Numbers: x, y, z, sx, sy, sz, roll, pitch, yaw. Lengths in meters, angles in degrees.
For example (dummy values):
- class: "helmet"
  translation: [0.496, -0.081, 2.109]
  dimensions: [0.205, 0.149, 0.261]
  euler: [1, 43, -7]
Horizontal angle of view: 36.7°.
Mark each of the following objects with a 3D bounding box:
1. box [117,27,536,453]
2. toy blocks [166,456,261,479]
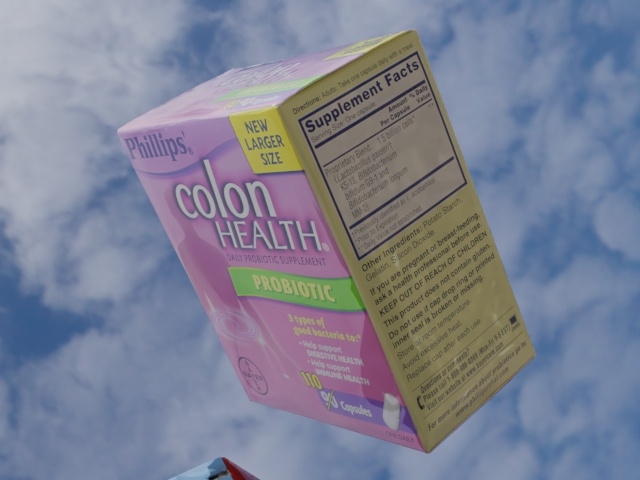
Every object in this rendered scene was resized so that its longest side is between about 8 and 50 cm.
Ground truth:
- class: "box"
  translation: [0.000, 0.000, 0.672]
  dimensions: [0.117, 0.214, 0.242]
  euler: [-34, -69, -31]
- class: "toy blocks"
  translation: [-0.095, 0.291, 0.545]
  dimensions: [0.261, 0.381, 0.190]
  euler: [-21, -51, -18]
